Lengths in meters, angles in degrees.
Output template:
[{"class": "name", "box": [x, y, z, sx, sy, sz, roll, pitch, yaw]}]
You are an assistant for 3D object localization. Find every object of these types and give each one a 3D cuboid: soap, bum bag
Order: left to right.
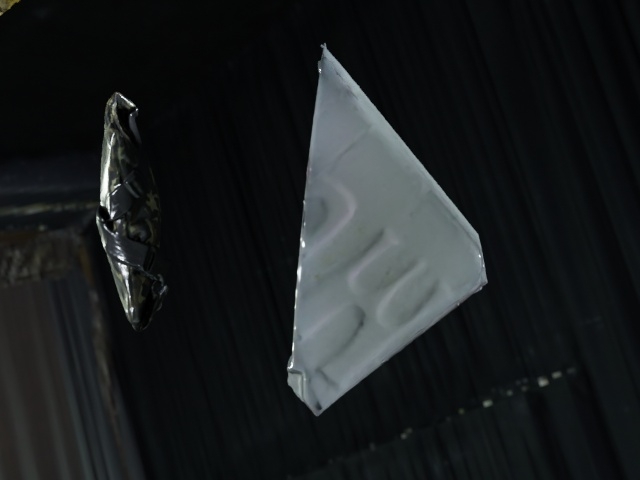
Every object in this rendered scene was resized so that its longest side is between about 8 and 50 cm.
[{"class": "bum bag", "box": [-0.194, -0.026, 1.198, 0.069, 0.248, 0.102, -6, 13, 13]}, {"class": "soap", "box": [0.000, 0.000, 1.211, 0.257, 0.302, 0.159, -38, 1, 3]}]

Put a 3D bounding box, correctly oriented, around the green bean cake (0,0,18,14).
[{"class": "green bean cake", "box": [-0.394, -0.317, 1.179, 0.224, 0.230, 0.131, -36, -33, 8]}]
